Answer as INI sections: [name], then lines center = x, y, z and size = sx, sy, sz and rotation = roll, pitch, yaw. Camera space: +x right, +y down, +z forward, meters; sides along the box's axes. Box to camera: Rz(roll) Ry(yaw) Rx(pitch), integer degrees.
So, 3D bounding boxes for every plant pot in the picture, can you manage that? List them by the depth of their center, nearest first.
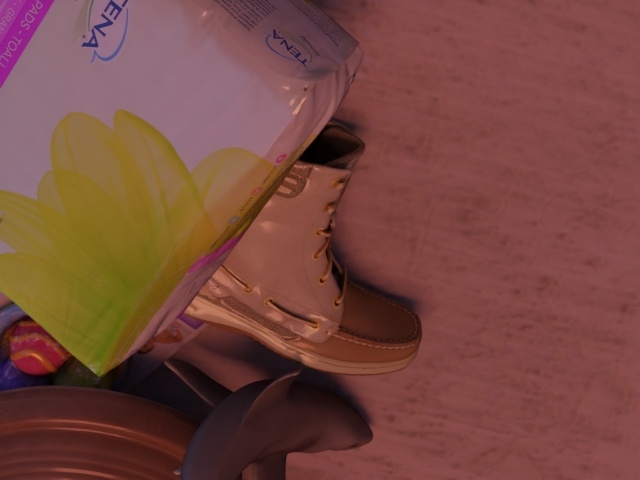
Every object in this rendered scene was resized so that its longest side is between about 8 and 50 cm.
[plant pot]
center = -0.182, 0.215, 1.527
size = 0.237, 0.110, 0.237
rotation = 3, 145, 2

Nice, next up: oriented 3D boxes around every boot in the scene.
[boot]
center = 0.000, 0.000, 1.397
size = 0.213, 0.077, 0.165
rotation = 20, 123, -15

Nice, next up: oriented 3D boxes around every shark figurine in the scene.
[shark figurine]
center = -0.045, 0.147, 1.409
size = 0.166, 0.278, 0.116
rotation = 40, 123, -6

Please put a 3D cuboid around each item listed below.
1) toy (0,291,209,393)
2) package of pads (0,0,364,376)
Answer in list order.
[toy]
center = -0.191, 0.083, 1.494
size = 0.137, 0.056, 0.237
rotation = 36, 124, -20
[package of pads]
center = -0.135, -0.078, 1.285
size = 0.229, 0.101, 0.296
rotation = 40, 125, 4
